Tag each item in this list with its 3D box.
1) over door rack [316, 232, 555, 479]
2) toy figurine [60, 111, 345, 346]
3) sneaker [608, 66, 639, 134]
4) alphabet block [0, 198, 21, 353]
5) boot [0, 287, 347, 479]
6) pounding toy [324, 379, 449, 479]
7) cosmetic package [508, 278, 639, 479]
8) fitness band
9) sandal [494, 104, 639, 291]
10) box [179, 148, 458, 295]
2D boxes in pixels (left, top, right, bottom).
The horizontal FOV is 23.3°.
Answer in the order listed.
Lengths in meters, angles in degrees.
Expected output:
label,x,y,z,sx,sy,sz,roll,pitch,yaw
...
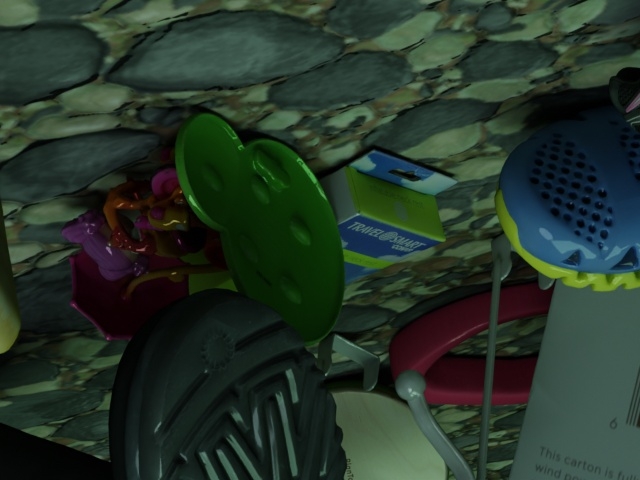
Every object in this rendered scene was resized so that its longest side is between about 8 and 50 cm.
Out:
label,x,y,z,sx,sy,sz,roll,pitch,yaw
over door rack,0.035,0.141,1.177,0.108,0.324,0.239,41,133,-18
toy figurine,-0.096,0.006,0.964,0.159,0.130,0.173,-15,139,30
sneaker,0.221,-0.122,0.871,0.072,0.077,0.178,-31,159,-56
alphabet block,-0.233,-0.055,0.586,0.192,0.193,0.197,-10,159,-6
boot,-0.188,0.152,1.039,0.445,0.367,0.146,15,-139,38
pounding toy,0.026,0.222,1.540,0.183,0.110,0.236,19,114,-4
cosmetic package,0.392,0.205,1.274,0.329,0.327,0.394,13,179,38
fitness band,0.196,0.098,1.439,0.291,0.054,0.209,8,153,-42
sandal,0.259,-0.061,0.993,0.317,0.126,0.138,-15,157,-19
box,0.000,0.000,1.075,0.178,0.042,0.109,-26,156,31
